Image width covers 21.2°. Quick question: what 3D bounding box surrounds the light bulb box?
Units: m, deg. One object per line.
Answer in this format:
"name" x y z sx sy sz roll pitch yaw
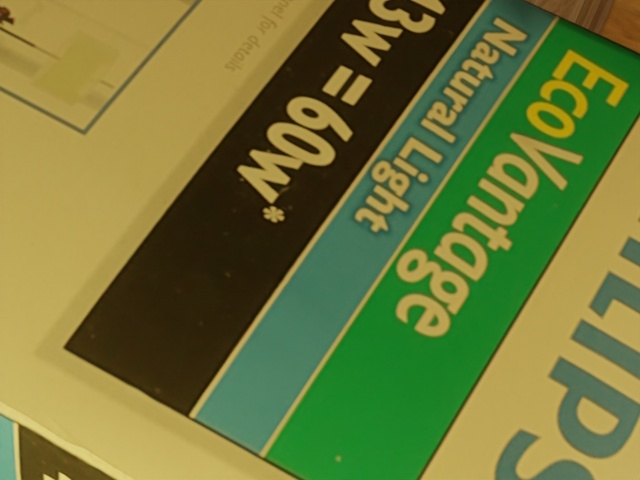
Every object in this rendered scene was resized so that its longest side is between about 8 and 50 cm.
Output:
"light bulb box" -0.056 0.059 0.660 0.225 0.361 0.358 -55 164 -30
